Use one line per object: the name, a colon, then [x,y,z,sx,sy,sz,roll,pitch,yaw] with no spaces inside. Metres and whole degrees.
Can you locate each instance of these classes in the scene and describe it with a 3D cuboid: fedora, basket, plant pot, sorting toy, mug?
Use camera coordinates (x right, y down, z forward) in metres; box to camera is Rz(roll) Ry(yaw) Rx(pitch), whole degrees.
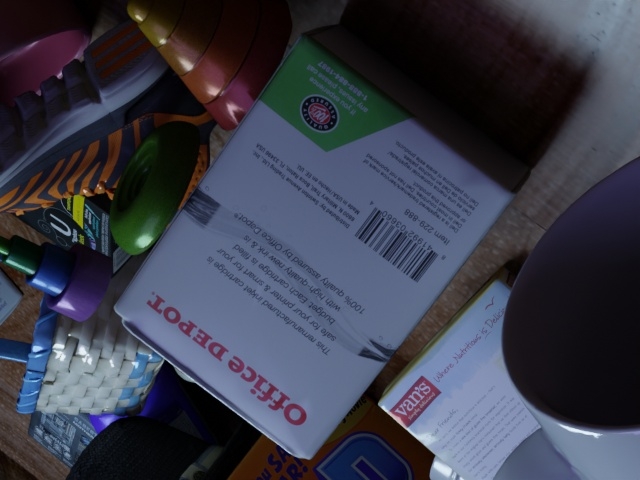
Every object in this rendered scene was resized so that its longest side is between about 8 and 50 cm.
fedora: [-0.218,0.313,1.971,0.152,0.334,0.334,32,149,6]
basket: [-0.311,0.080,1.929,0.289,0.201,0.255,11,152,-13]
plant pot: [-0.345,-0.213,1.642,0.180,0.201,0.201,55,150,5]
sorting toy: [-0.172,-0.085,1.498,0.126,0.127,0.365,27,120,-23]
mug: [0.288,0.154,1.251,0.328,0.374,0.276,51,-173,-31]

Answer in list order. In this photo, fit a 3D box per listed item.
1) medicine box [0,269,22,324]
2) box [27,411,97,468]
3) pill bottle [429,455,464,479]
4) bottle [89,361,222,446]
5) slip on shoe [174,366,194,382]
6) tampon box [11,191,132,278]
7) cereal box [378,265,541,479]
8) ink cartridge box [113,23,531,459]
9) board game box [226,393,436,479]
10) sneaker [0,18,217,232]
medicine box: [-0.573,0.031,2.239,0.289,0.149,0.263,50,148,-19]
box: [-0.280,0.275,2.325,0.232,0.059,0.183,37,150,7]
pill bottle: [0.208,0.247,1.699,0.193,0.108,0.108,29,148,19]
bottle: [-0.178,0.274,2.154,0.283,0.118,0.092,60,-178,-32]
slip on shoe: [-0.059,0.089,1.807,0.331,0.123,0.101,-16,87,61]
tampon box: [-0.249,-0.063,1.799,0.161,0.101,0.120,31,148,15]
cereal box: [0.196,0.162,1.575,0.240,0.047,0.173,42,113,-1]
ink cartridge box: [0.000,0.000,1.435,0.211,0.121,0.289,38,108,3]
board game box: [0.011,0.432,1.913,0.356,0.356,0.356,35,149,7]
sneaker: [-0.229,-0.054,1.626,0.180,0.321,0.125,54,-170,-39]
